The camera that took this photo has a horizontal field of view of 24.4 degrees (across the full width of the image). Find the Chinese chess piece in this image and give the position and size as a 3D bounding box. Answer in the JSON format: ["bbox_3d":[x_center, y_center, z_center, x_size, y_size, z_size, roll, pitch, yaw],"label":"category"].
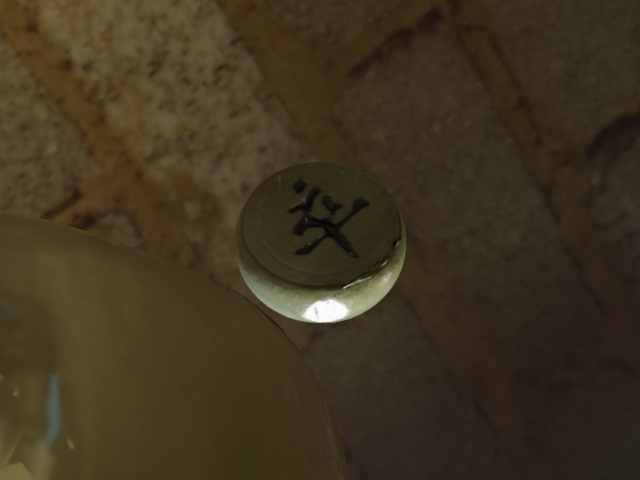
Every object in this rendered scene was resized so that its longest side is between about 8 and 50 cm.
[{"bbox_3d":[0.000,0.000,1.624,0.188,0.188,0.083,56,160,30],"label":"Chinese chess piece"}]

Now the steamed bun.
[{"bbox_3d":[-0.116,0.197,0.693,0.456,0.290,0.371,66,-156,-65],"label":"steamed bun"}]
